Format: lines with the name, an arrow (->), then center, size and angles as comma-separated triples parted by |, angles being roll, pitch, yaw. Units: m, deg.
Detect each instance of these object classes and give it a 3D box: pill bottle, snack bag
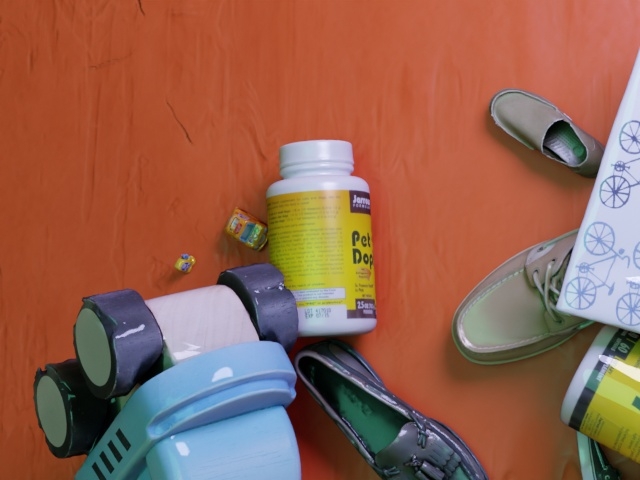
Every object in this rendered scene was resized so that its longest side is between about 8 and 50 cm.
pill bottle -> 0.357, 0.177, 1.317 | 0.208, 0.119, 0.119 | 27, 96, 18
pill bottle -> 0.000, 0.000, 1.471 | 0.117, 0.117, 0.215 | -5, 85, 21
snack bag -> 0.434, -0.031, 1.275 | 0.342, 0.037, 0.323 | 19, 89, 0

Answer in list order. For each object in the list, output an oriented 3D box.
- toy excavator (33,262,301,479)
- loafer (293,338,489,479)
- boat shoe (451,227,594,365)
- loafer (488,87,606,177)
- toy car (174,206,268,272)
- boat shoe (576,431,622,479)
toy excavator -> -0.134, 0.311, 1.415 | 0.433, 0.222, 0.445 | -53, 56, 47
loafer -> 0.069, 0.213, 1.446 | 0.267, 0.084, 0.096 | 41, 101, 19
boat shoe -> 0.265, 0.040, 1.374 | 0.302, 0.098, 0.109 | -27, 78, 17
loafer -> 0.244, -0.121, 1.420 | 0.148, 0.050, 0.056 | 33, 98, 20
toy car -> -0.118, 0.012, 1.558 | 0.122, 0.040, 0.060 | -44, 73, 13
boat shoe -> 0.298, 0.259, 1.378 | 0.040, 0.049, 0.142 | -12, 86, 10
